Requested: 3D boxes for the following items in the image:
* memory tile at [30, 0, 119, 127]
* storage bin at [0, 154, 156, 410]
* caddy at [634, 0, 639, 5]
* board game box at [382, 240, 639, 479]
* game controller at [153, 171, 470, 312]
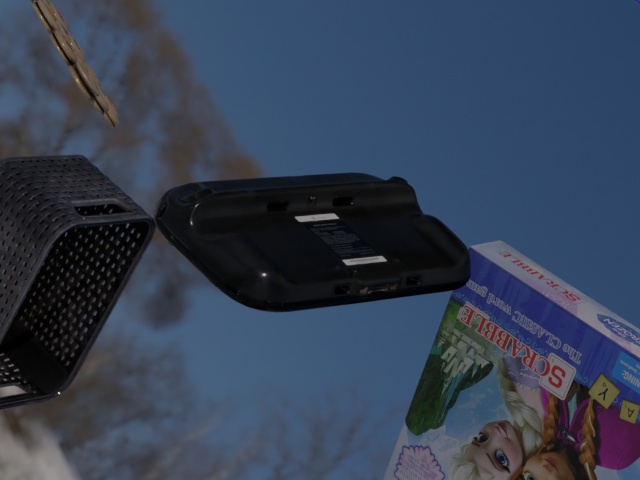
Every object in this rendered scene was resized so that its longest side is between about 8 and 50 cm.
[{"bbox_3d":[-0.229,-0.175,1.795,0.148,0.012,0.113,59,1,20],"label":"memory tile"},{"bbox_3d":[-0.219,0.032,1.476,0.084,0.122,0.180,41,-66,23],"label":"storage bin"},{"bbox_3d":[0.402,-0.313,2.043,0.341,0.179,0.241,30,17,-22],"label":"caddy"},{"bbox_3d":[0.237,0.214,2.073,0.318,0.066,0.318,34,-62,34],"label":"board game box"},{"bbox_3d":[0.000,0.000,1.806,0.166,0.319,0.067,51,-54,28],"label":"game controller"}]
